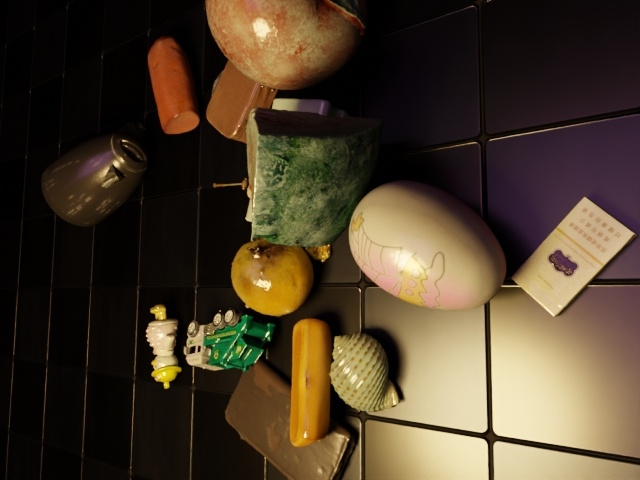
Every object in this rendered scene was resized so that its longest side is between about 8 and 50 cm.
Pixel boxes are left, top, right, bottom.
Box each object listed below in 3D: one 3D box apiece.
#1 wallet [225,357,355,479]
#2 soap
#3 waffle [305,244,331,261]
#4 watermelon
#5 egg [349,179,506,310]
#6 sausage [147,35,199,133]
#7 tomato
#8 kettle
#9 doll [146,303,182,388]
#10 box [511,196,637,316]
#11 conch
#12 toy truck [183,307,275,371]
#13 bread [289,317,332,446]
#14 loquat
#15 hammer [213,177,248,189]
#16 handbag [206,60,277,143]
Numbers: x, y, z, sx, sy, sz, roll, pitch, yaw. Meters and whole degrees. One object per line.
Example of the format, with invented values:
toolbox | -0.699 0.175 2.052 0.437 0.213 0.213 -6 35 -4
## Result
wallet | -0.071 0.385 1.136 0.309 0.042 0.165 27 100 36
soap | -0.052 -0.152 1.140 0.159 0.087 0.266 14 91 39
waffle | -0.001 -0.002 1.139 0.078 0.016 0.085 28 100 36
watermelon | -0.044 -0.133 0.958 0.258 0.387 0.229 31 116 23
egg | 0.167 0.013 0.894 0.271 0.196 0.196 48 114 35
sausage | -0.385 -0.412 1.428 0.113 0.113 0.259 -25 72 34
tomato | -0.063 -0.450 1.051 0.282 0.316 0.317 -21 72 54
kettle | -0.600 -0.216 1.536 0.290 0.207 0.268 -31 40 26
doll | -0.394 0.267 1.379 0.129 0.081 0.207 -21 73 54
box | 0.381 0.026 0.832 0.090 0.024 0.167 49 114 31
conch | 0.067 0.248 1.010 0.135 0.102 0.153 -43 61 44
toy truck | -0.206 0.229 1.199 0.216 0.110 0.116 -19 56 37
bread | -0.016 0.273 1.059 0.092 0.073 0.239 -32 51 56
loquat | -0.099 0.080 1.130 0.172 0.149 0.205 12 127 18
hammer | -0.220 -0.135 1.329 0.122 0.014 0.029 2 78 41
handbag | -0.184 -0.341 1.286 0.151 0.072 0.193 40 111 34
